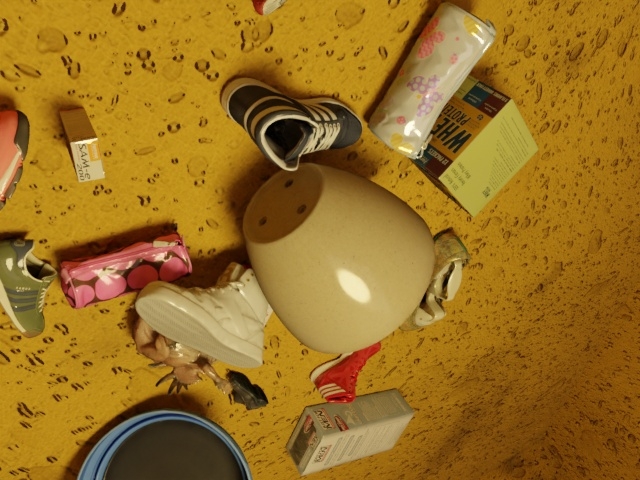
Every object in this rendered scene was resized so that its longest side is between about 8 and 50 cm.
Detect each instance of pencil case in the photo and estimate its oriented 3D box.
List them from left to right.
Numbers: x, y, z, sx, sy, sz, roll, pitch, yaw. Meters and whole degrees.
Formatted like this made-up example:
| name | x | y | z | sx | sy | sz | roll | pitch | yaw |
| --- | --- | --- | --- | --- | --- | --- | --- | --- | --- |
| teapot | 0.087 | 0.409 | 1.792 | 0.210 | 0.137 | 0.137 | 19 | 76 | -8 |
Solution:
| name | x | y | z | sx | sy | sz | roll | pitch | yaw |
| --- | --- | --- | --- | --- | --- | --- | --- | --- | --- |
| pencil case | -0.327 | 0.044 | 0.896 | 0.209 | 0.095 | 0.098 | -19 | 170 | -24 |
| pencil case | 0.197 | -0.286 | 0.966 | 0.113 | 0.124 | 0.273 | 12 | 116 | -42 |

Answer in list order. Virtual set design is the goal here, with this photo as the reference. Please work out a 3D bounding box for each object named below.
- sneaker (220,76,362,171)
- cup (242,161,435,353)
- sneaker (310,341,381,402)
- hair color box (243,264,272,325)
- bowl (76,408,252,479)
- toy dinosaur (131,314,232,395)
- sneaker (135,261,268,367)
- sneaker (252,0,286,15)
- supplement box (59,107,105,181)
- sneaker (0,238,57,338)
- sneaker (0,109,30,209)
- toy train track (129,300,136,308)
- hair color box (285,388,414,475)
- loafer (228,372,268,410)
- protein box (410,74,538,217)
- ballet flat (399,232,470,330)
| name | x | y | z | sx | sy | sz | roll | pitch | yaw |
| --- | --- | --- | --- | --- | --- | --- | --- | --- | --- |
| sneaker | -0.015 | -0.178 | 0.882 | 0.282 | 0.153 | 0.099 | 6 | 122 | -39 |
| cup | 0.000 | 0.000 | 0.941 | 0.331 | 0.331 | 0.237 | -43 | 129 | 4 |
| sneaker | 0.094 | 0.367 | 1.452 | 0.221 | 0.128 | 0.087 | -32 | 139 | -7 |
| hair color box | -0.149 | 0.135 | 1.131 | 0.093 | 0.053 | 0.167 | 10 | 117 | -41 |
| bowl | -0.331 | 0.563 | 1.154 | 0.391 | 0.391 | 0.077 | -38 | 172 | -2 |
| toy dinosaur | -0.290 | 0.211 | 1.044 | 0.200 | 0.127 | 0.296 | -14 | 133 | 34 |
| sneaker | -0.198 | 0.103 | 0.955 | 0.108 | 0.169 | 0.292 | -11 | 145 | 28 |
| sneaker | 0.001 | -0.390 | 0.760 | 0.225 | 0.088 | 0.093 | -37 | 140 | -3 |
| supplement box | -0.329 | -0.133 | 0.733 | 0.036 | 0.098 | 0.062 | -15 | 132 | -25 |
| sneaker | -0.458 | 0.075 | 0.843 | 0.086 | 0.064 | 0.192 | -19 | 131 | -15 |
| sneaker | -0.501 | -0.060 | 0.660 | 0.314 | 0.116 | 0.136 | -43 | 137 | 3 |
| toy train track | -0.322 | 0.107 | 1.010 | 0.083 | 0.014 | 0.048 | -31 | 138 | -10 |
| hair color box | 0.098 | 0.592 | 1.662 | 0.374 | 0.114 | 0.185 | 1 | 124 | -38 |
| loafer | -0.188 | 0.382 | 1.312 | 0.061 | 0.062 | 0.170 | -32 | 137 | -2 |
| protein box | 0.314 | -0.195 | 1.120 | 0.201 | 0.136 | 0.199 | -48 | 139 | 8 |
| ballet flat | 0.303 | 0.143 | 1.421 | 0.123 | 0.123 | 0.349 | -6 | 129 | -32 |
